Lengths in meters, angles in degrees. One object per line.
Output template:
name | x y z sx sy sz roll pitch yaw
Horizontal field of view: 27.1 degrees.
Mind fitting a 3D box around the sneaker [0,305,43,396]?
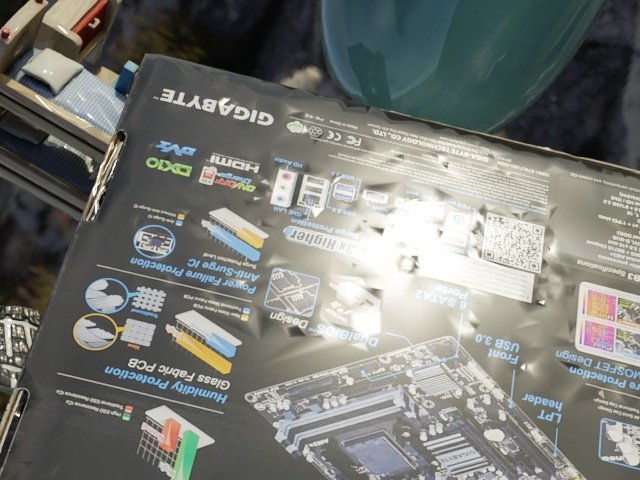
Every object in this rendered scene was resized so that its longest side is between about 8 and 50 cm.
sneaker | -0.300 0.165 1.505 0.121 0.300 0.111 -41 41 36

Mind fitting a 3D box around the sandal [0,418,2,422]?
sandal | -0.316 0.215 1.347 0.167 0.446 0.107 2 62 25

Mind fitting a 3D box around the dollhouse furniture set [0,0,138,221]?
dollhouse furniture set | -0.167 -0.125 1.020 0.129 0.129 0.184 -57 5 42

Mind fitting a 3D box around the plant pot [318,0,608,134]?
plant pot | 0.132 -0.240 1.318 0.235 0.293 0.293 -67 26 23

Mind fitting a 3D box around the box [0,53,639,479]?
box | 0.029 0.076 0.542 0.073 0.295 0.293 105 178 -53
